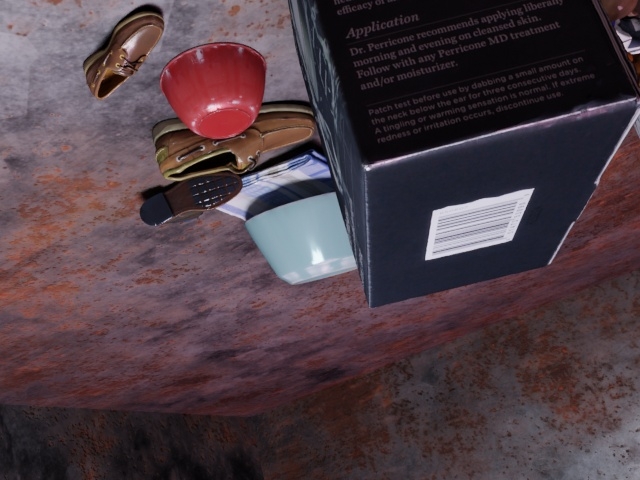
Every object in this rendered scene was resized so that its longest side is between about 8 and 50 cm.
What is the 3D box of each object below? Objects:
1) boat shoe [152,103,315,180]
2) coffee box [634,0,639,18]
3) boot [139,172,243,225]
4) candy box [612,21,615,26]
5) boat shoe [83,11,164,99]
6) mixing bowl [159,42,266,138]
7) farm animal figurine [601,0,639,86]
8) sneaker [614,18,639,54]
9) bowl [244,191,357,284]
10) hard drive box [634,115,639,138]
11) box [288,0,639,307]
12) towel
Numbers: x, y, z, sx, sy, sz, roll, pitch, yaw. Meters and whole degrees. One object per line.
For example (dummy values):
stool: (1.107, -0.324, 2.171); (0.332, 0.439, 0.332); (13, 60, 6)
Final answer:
boat shoe: (-0.150, -0.172, 1.462); (0.308, 0.104, 0.110); (-11, 157, -8)
coffee box: (0.602, -0.426, 1.310); (0.168, 0.118, 0.297); (-26, 155, 28)
boot: (-0.266, -0.088, 1.663); (0.219, 0.082, 0.106); (-18, 179, -1)
candy box: (0.354, -0.244, 1.377); (0.122, 0.268, 0.317); (30, 145, -10)
boat shoe: (-0.292, -0.275, 1.192); (0.178, 0.060, 0.064); (-31, 152, 34)
mixing bowl: (-0.169, -0.233, 1.319); (0.182, 0.098, 0.181); (-13, 158, -5)
farm animal figurine: (0.444, -0.393, 1.121); (0.327, 0.330, 0.172); (-24, -164, 9)
sneaker: (0.551, -0.344, 1.509); (0.235, 0.094, 0.153); (5, 152, -39)
bowl: (0.000, 0.000, 1.778); (0.312, 0.163, 0.311); (-15, 174, -2)
hard drive box: (0.750, -0.236, 1.703); (0.089, 0.232, 0.181); (-20, 156, 12)
box: (0.136, -0.222, 1.042); (0.298, 0.471, 0.480); (-13, 158, -1)
towel: (-0.084, -0.108, 1.718); (0.285, 0.034, 0.209); (-20, 158, 25)
